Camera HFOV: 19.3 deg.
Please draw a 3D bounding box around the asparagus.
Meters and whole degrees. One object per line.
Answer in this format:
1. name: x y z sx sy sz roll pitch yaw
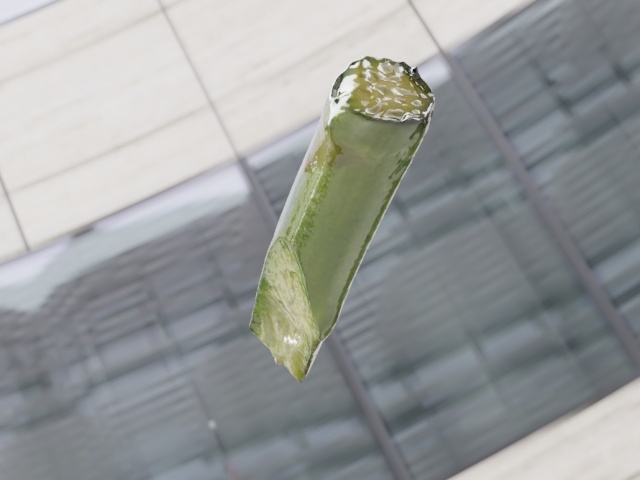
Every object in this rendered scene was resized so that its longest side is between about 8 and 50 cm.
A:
1. asparagus: 0.000 0.000 0.750 0.041 0.045 0.178 9 -43 -14
